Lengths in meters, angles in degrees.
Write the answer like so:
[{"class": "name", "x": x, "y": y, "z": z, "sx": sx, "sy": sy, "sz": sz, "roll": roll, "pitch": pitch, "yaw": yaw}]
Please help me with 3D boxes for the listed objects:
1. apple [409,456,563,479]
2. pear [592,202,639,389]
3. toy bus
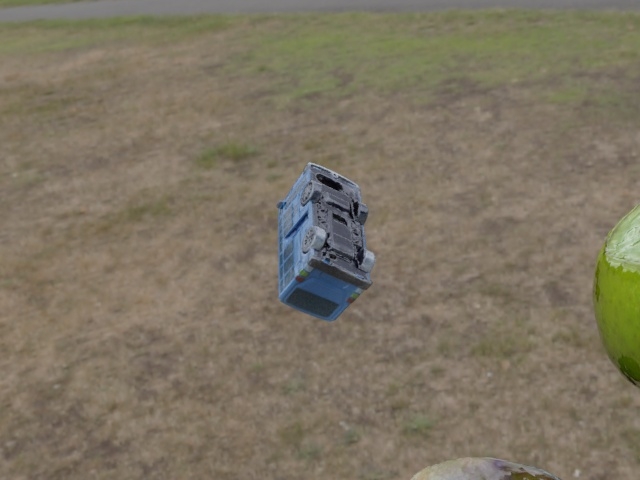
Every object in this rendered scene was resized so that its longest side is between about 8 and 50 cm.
[{"class": "apple", "x": 0.190, "y": 0.329, "z": 0.943, "sx": 0.265, "sy": 0.193, "sz": 0.120, "roll": 26, "pitch": 17, "yaw": -2}, {"class": "pear", "x": 0.344, "y": 0.035, "z": 0.663, "sx": 0.255, "sy": 0.238, "sz": 0.164, "roll": -48, "pitch": 12, "yaw": 32}, {"class": "toy bus", "x": 0.000, "y": 0.000, "z": 1.434, "sx": 0.116, "sy": 0.133, "sz": 0.234, "roll": 23, "pitch": 37, "yaw": -22}]
